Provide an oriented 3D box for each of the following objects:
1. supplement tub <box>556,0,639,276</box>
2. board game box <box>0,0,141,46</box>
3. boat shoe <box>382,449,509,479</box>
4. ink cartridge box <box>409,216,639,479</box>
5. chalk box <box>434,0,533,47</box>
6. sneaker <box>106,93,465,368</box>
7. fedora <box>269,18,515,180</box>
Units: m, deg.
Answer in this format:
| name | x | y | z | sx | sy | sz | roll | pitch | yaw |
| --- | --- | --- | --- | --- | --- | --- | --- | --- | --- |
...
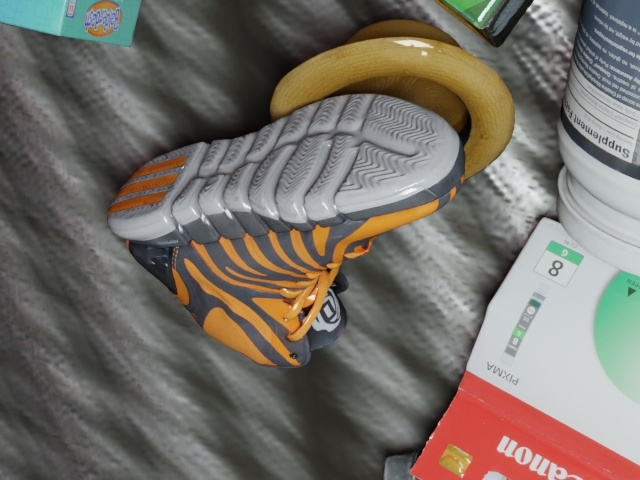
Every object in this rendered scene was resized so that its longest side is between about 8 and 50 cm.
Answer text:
| name | x | y | z | sx | sy | sz | roll | pitch | yaw |
| --- | --- | --- | --- | --- | --- | --- | --- | --- | --- |
| supplement tub | 0.269 | -0.125 | 0.968 | 0.191 | 0.191 | 0.272 | 13 | 123 | 11 |
| board game box | -0.271 | -0.203 | 1.133 | 0.210 | 0.160 | 0.047 | 14 | 97 | 11 |
| boat shoe | 0.094 | 0.329 | 1.126 | 0.119 | 0.121 | 0.335 | 0 | 83 | 19 |
| ink cartridge box | 0.193 | 0.117 | 1.058 | 0.181 | 0.056 | 0.224 | 28 | 78 | 23 |
| chalk box | 0.144 | -0.314 | 1.030 | 0.179 | 0.180 | 0.289 | 38 | 99 | 7 |
| sneaker | 0.000 | 0.000 | 1.073 | 0.321 | 0.124 | 0.180 | -7 | 130 | 41 |
| fedora | 0.056 | -0.113 | 1.095 | 0.194 | 0.194 | 0.079 | -1 | 54 | 12 |
